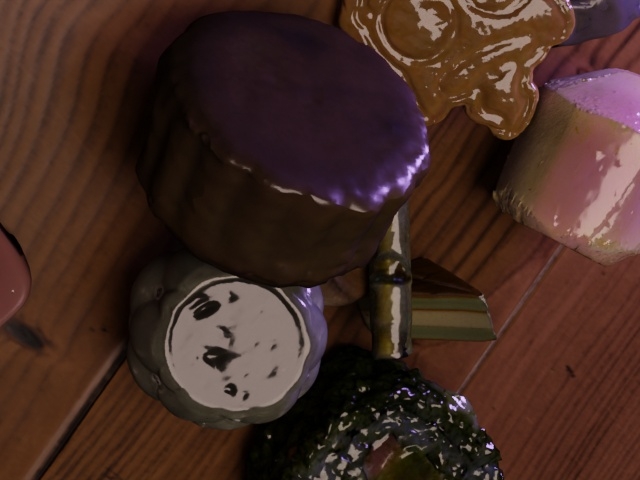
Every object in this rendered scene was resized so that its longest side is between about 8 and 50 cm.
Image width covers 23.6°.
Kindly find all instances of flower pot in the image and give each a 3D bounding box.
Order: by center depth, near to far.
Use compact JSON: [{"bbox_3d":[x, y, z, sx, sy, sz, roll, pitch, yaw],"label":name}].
[{"bbox_3d":[-0.112,0.105,1.819,0.246,0.195,0.246,-1,98,-11],"label":"flower pot"}]

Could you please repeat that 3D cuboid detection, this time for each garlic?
[{"bbox_3d":[-0.006,0.014,1.933,0.101,0.087,0.195,-45,123,-26],"label":"garlic"}]

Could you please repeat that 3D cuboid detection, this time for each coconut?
[{"bbox_3d":[0.362,-0.109,2.012,0.233,0.233,0.245,24,96,-33],"label":"coconut"}]

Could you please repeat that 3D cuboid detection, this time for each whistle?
[{"bbox_3d":[0.086,-0.011,1.940,0.057,0.068,0.326,-3,95,-6],"label":"whistle"}]

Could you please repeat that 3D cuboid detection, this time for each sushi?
[{"bbox_3d":[0.083,0.313,2.032,0.352,0.178,0.294,41,84,-30],"label":"sushi"}]

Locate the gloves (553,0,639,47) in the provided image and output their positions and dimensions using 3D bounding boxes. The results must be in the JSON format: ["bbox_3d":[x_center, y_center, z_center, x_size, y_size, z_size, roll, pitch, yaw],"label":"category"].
[{"bbox_3d":[0.343,-0.312,1.998,0.285,0.119,0.142,-35,152,-17],"label":"gloves"}]

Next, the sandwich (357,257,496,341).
[{"bbox_3d":[0.137,0.098,1.990,0.113,0.163,0.079,-28,118,-16],"label":"sandwich"}]

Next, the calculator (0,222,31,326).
[{"bbox_3d":[-0.461,0.012,1.706,0.220,0.048,0.329,-42,124,-11],"label":"calculator"}]

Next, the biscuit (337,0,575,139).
[{"bbox_3d":[0.162,-0.284,1.881,0.269,0.051,0.376,-30,110,5],"label":"biscuit"}]

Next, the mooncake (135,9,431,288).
[{"bbox_3d":[-0.048,-0.101,1.733,0.324,0.324,0.187,-2,141,-28],"label":"mooncake"}]
